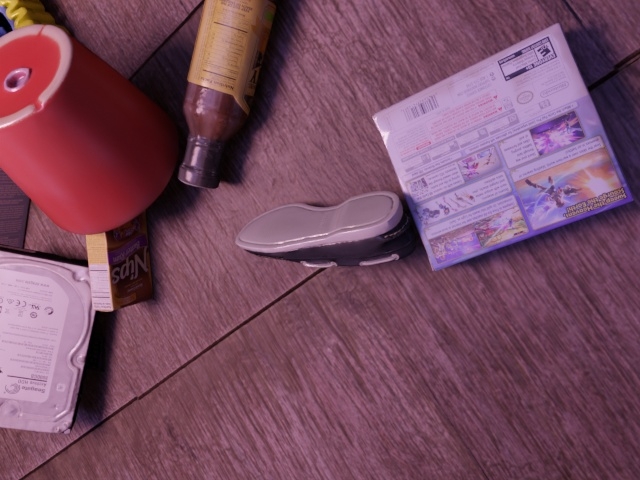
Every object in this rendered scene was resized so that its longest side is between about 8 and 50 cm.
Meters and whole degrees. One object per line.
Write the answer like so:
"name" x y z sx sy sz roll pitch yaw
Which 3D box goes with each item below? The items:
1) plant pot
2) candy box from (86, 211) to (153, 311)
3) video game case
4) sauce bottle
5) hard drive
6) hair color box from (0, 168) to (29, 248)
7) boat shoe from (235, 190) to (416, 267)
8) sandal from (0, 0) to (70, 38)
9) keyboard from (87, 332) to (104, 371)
"plant pot" -0.401 -0.181 0.867 0.275 0.243 0.275 -6 63 13
"candy box" -0.368 0.027 1.004 0.053 0.109 0.186 0 96 23
"video game case" 0.241 -0.117 0.754 0.269 0.061 0.244 -22 85 24
"sauce bottle" -0.160 -0.257 0.886 0.111 0.111 0.344 23 105 19
"hard drive" -0.562 0.189 1.043 0.237 0.064 0.339 13 95 -15
"hair color box" -0.712 -0.111 1.133 0.185 0.113 0.374 19 102 19
"boat shoe" 0.000 0.000 0.848 0.302 0.114 0.091 -2 134 38
"sandal" -0.595 -0.425 1.051 0.138 0.126 0.317 -39 78 28
"keyboard" -0.525 0.234 1.139 0.180 0.023 0.108 8 99 23
